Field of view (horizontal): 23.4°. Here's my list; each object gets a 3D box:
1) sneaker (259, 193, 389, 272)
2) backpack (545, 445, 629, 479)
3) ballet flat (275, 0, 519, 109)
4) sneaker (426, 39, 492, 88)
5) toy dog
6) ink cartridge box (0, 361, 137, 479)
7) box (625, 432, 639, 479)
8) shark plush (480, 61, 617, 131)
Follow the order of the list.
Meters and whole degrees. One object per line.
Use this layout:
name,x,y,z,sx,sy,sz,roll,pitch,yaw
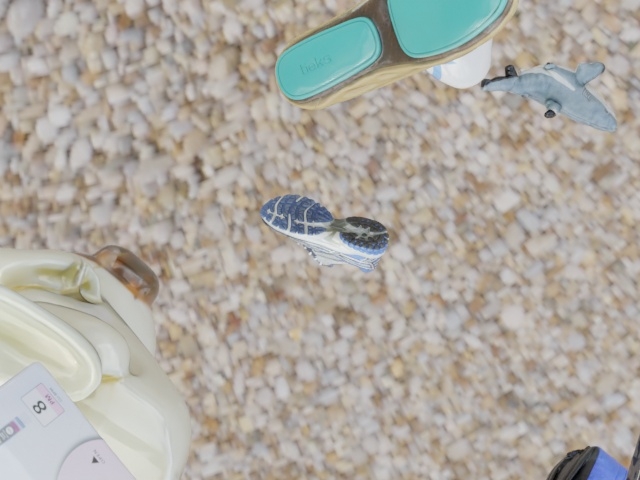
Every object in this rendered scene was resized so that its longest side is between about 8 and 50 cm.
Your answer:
sneaker,0.000,0.000,1.562,0.135,0.052,0.058,20,138,11
backpack,0.279,0.284,1.626,0.101,0.098,0.120,36,61,-15
ballet flat,0.066,-0.162,1.187,0.073,0.232,0.080,-8,83,-52
sneaker,0.116,-0.211,1.307,0.085,0.086,0.237,-42,143,-19
toy dog,-0.271,0.134,1.656,0.395,0.408,0.284,14,106,-12
ink cartridge box,-0.234,0.221,1.179,0.066,0.232,0.189,-38,92,30
box,0.319,0.174,0.944,0.182,0.294,0.296,17,90,-7
shark plush,0.250,-0.160,1.665,0.161,0.067,0.073,16,144,-35
